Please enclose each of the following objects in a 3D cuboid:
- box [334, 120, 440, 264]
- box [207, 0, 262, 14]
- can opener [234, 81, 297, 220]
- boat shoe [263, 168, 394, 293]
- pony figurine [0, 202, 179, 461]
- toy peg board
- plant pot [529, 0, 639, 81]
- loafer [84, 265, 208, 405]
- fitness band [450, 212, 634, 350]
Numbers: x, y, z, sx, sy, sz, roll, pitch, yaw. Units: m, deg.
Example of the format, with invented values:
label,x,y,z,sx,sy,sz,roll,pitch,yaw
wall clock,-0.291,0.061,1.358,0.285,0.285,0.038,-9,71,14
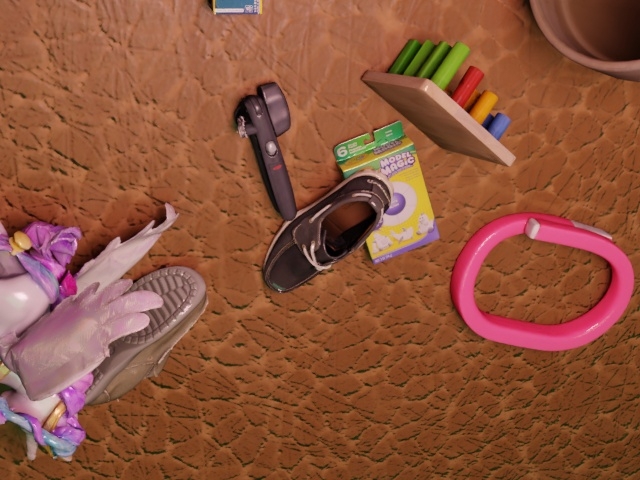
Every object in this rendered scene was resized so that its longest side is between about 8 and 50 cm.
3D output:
label,x,y,z,sx,sy,sz,roll,pitch,yaw
box,0.091,-0.065,1.135,0.105,0.043,0.179,-22,119,-2
box,-0.096,-0.341,0.934,0.059,0.054,0.169,-4,117,-14
can opener,-0.061,-0.105,1.063,0.073,0.059,0.186,-17,119,-7
boat shoe,0.000,0.000,1.101,0.084,0.079,0.233,38,122,-19
pony figurine,-0.356,0.074,0.981,0.363,0.303,0.351,42,109,-14
toy peg board,0.161,-0.178,1.036,0.160,0.161,0.079,35,89,-27
plant pot,0.458,-0.319,0.975,0.280,0.323,0.323,10,114,-37
loafer,-0.242,0.131,1.131,0.251,0.094,0.087,-40,149,12
fitness band,0.337,0.068,1.264,0.290,0.054,0.209,13,113,-19
